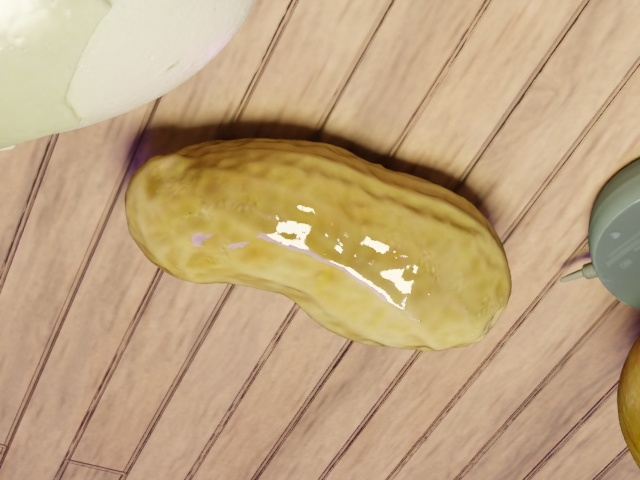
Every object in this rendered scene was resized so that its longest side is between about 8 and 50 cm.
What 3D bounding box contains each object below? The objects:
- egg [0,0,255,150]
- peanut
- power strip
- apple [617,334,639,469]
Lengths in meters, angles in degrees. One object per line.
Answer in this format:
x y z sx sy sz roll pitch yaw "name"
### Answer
-0.193 -0.187 0.938 0.336 0.278 0.278 8 142 -9 "egg"
0.000 0.000 1.279 0.305 0.147 0.147 20 140 -14 "peanut"
0.277 -0.008 1.314 0.137 0.044 0.216 25 137 -25 "power strip"
0.369 0.125 1.327 0.261 0.194 0.261 -21 157 -9 "apple"
